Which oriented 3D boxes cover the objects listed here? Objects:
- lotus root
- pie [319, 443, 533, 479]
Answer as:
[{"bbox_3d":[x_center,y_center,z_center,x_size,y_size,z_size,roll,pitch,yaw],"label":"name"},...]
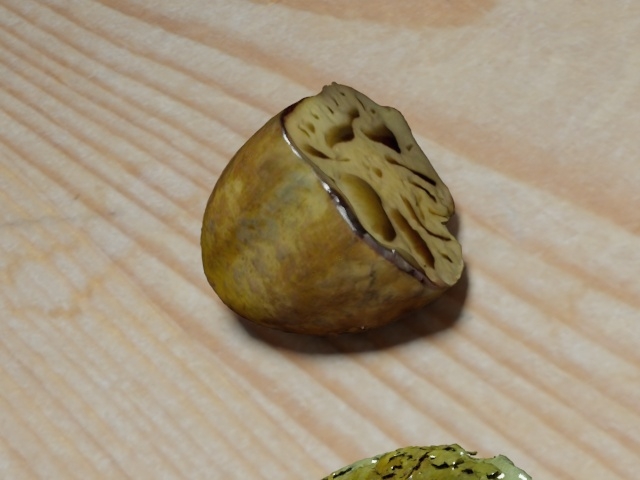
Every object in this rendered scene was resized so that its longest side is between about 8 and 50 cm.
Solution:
[{"bbox_3d":[0.000,0.000,1.277,0.180,0.199,0.188,-44,-9,26],"label":"lotus root"},{"bbox_3d":[0.016,0.252,0.982,0.371,0.078,0.296,-26,27,27],"label":"pie"}]
